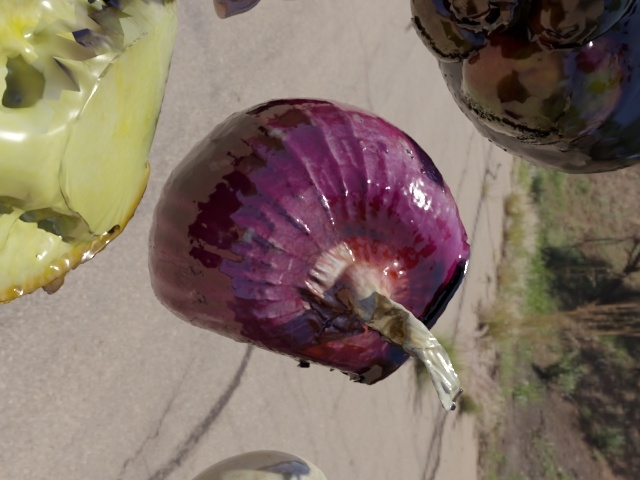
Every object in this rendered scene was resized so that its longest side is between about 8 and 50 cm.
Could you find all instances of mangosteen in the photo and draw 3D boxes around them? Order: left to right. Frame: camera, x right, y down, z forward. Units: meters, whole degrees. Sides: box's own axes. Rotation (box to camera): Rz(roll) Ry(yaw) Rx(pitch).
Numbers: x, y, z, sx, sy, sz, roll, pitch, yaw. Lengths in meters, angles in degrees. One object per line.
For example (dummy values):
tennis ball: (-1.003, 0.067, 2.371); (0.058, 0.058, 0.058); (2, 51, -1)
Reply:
mangosteen: (0.290, -0.283, 0.861); (0.422, 0.381, 0.380); (17, 64, -28)

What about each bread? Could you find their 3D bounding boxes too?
bread: (-0.206, -0.065, 0.417); (0.262, 0.163, 0.204); (-25, 124, -65)

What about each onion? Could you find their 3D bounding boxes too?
onion: (-0.019, -0.012, 0.647); (0.230, 0.273, 0.256); (43, 54, -27)

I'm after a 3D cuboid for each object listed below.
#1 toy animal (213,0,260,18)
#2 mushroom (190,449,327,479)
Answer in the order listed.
toy animal: (-0.086, -0.469, 0.980); (0.237, 0.327, 0.269); (-48, 155, -38)
mushroom: (-0.071, 0.447, 0.991); (0.298, 0.290, 0.297); (-10, 107, -34)
